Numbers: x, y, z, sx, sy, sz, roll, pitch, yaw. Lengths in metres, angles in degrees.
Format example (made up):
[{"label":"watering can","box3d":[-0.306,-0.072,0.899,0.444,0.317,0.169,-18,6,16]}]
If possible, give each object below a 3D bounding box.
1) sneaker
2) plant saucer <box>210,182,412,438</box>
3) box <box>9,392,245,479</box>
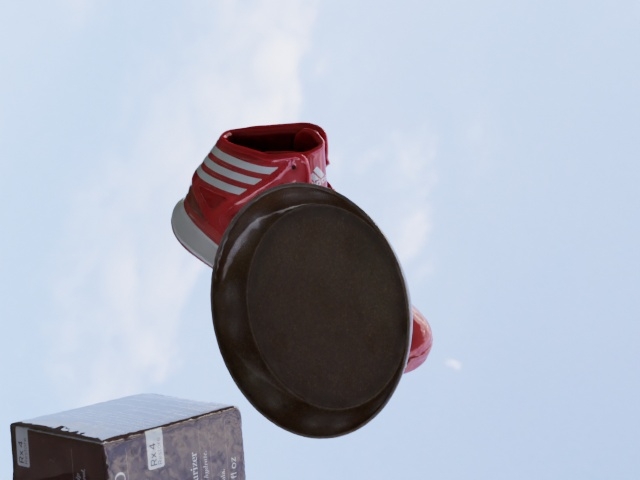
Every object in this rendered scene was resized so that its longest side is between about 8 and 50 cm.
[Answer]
[{"label":"sneaker","box3d":[0.000,0.000,1.127,0.087,0.221,0.128,-56,175,-49]},{"label":"plant saucer","box3d":[-0.002,0.045,1.021,0.168,0.029,0.168,6,-81,39]},{"label":"box","box3d":[-0.210,0.273,1.721,0.167,0.203,0.168,3,-81,43]}]
